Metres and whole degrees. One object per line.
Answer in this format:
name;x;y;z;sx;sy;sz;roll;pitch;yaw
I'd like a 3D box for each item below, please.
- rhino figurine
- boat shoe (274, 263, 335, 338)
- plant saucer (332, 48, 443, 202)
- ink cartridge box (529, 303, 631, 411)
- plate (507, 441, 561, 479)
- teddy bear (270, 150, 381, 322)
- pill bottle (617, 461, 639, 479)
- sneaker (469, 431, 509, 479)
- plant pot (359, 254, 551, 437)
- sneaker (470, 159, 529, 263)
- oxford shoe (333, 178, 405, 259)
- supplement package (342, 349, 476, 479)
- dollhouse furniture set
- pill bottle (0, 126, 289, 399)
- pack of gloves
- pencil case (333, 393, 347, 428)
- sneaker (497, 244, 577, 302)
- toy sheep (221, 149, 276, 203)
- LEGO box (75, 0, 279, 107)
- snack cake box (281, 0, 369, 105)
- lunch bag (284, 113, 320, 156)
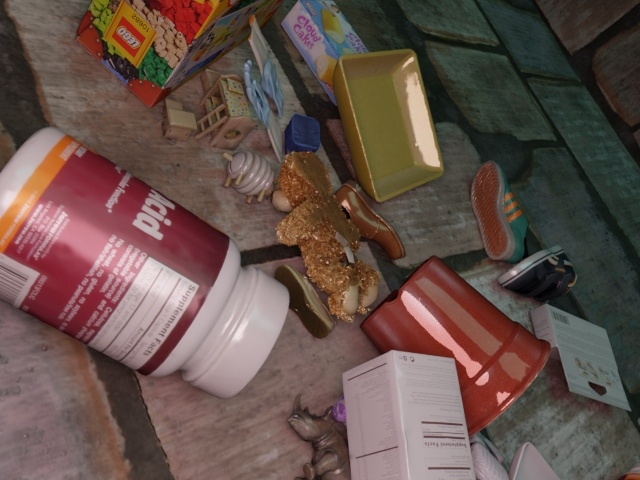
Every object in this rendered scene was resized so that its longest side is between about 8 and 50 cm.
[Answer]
rhino figurine;0.013;0.356;0.952;0.106;0.073;0.243;-11;68;-41
boat shoe;-0.027;0.106;1.111;0.153;0.056;0.048;52;32;-1
plant saucer;0.156;-0.280;1.465;0.332;0.081;0.333;-24;101;-48
ink cartridge box;0.676;0.312;1.578;0.275;0.060;0.239;22;50;-30
plate;0.364;0.540;1.070;0.277;0.045;0.278;49;58;-27
teddy bear;0.000;0.000;1.149;0.338;0.113;0.245;57;31;-7
pill bottle;0.716;0.597;1.362;0.221;0.121;0.121;-21;77;-47
sneaker;0.247;0.419;1.095;0.101;0.153;0.268;47;5;10
plant pot;0.235;0.187;1.144;0.265;0.272;0.272;47;41;7
sneaker;0.499;-0.074;1.670;0.121;0.108;0.302;16;60;-34
oxford shoe;0.101;-0.029;1.323;0.076;0.076;0.212;-45;98;-18
supplement package;0.132;0.309;0.921;0.133;0.139;0.244;13;59;-31
dollhouse furniture set;-0.229;-0.288;1.175;0.160;0.101;0.182;4;59;-40
pill bottle;-0.252;0.044;0.825;0.392;0.224;0.224;34;44;-19
pack of gloves;-0.128;-0.307;1.256;0.232;0.046;0.195;67;21;-52
pencil case;0.116;0.335;1.043;0.206;0.086;0.088;41;14;-7
sneaker;0.591;0.097;1.607;0.321;0.126;0.128;-13;68;-46
toy sheep;-0.137;-0.127;1.155;0.132;0.091;0.091;39;39;-41
LEGO box;-0.189;-0.535;1.184;0.193;0.372;0.500;43;42;-9
snack cake box;0.036;-0.486;1.561;0.152;0.089;0.264;-27;82;-47
lunch bag;-0.043;-0.223;1.321;0.067;0.065;0.099;12;57;-21
